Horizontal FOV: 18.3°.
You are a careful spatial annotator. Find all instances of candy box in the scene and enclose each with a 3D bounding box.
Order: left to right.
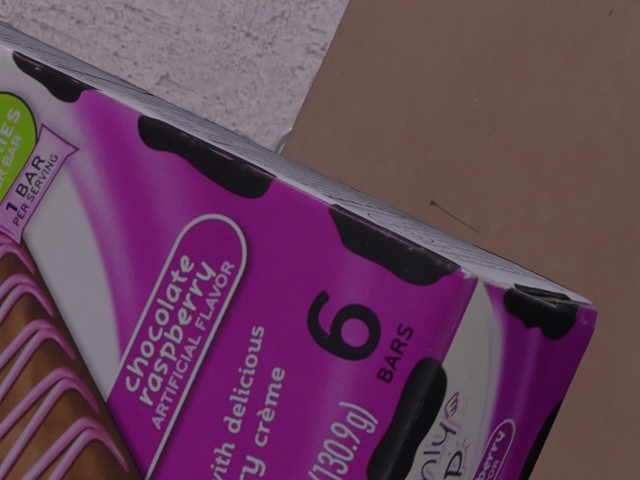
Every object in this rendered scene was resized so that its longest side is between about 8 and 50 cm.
[{"bbox_3d":[-0.072,0.038,0.481,0.233,0.159,0.071,26,5,31],"label":"candy box"}]

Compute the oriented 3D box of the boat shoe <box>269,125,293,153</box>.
[{"bbox_3d":[-0.003,0.008,1.277,0.156,0.136,0.367,20,15,3],"label":"boat shoe"}]

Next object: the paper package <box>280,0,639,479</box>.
[{"bbox_3d":[0.122,0.019,0.671,0.168,0.309,0.325,19,8,-32],"label":"paper package"}]
